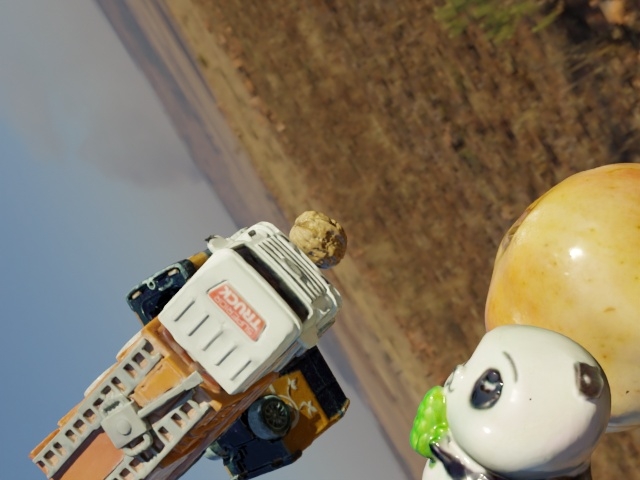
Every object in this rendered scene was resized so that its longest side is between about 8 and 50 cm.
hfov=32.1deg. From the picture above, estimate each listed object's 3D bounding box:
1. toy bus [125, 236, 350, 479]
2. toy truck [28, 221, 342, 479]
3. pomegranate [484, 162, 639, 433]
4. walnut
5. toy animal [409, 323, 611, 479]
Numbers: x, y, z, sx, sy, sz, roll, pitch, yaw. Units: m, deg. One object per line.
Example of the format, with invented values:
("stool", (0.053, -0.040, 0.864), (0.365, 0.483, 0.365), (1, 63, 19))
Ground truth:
("toy bus", (-0.118, 0.166, 1.627), (0.194, 0.162, 0.323), (-30, -90, -48))
("toy truck", (-0.164, 0.163, 1.329), (0.173, 0.387, 0.207), (45, -161, 5))
("pomegranate", (0.447, 0.087, 1.615), (0.411, 0.412, 0.411), (59, 177, 5))
("walnut", (0.000, 0.000, 1.701), (0.096, 0.082, 0.079), (38, -133, -21))
("toy animal", (0.204, 0.226, 1.221), (0.212, 0.213, 0.266), (-133, 46, -76))
